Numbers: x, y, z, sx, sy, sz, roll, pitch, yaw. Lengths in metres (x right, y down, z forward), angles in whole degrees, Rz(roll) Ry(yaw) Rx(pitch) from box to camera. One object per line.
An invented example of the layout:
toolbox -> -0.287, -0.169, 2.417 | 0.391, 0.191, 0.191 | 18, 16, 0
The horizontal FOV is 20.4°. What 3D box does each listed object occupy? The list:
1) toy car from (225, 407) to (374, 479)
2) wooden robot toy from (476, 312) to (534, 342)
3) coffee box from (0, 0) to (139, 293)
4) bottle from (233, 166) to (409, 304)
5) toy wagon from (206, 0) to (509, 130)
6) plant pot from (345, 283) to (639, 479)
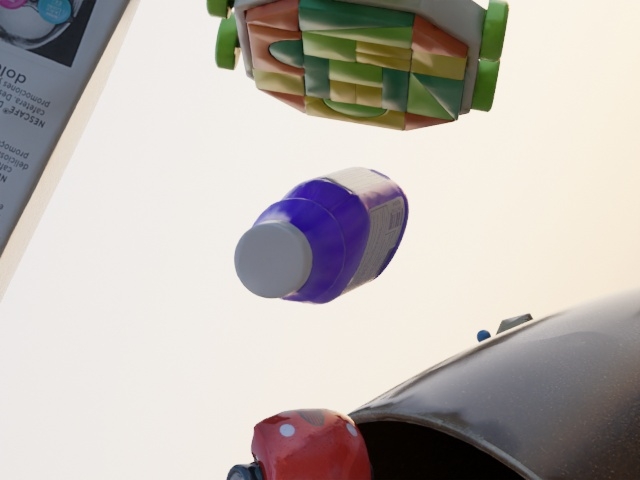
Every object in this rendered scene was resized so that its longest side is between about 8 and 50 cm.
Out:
toy car -> -0.002, 0.213, 0.776 | 0.225, 0.053, 0.239 | 38, -91, -36
wooden robot toy -> 0.154, 0.109, 1.382 | 0.079, 0.076, 0.173 | -18, 10, 31
coffee box -> -0.339, -0.110, 1.238 | 0.334, 0.338, 0.337 | -67, 7, -22
bottle -> 0.000, 0.000, 1.650 | 0.118, 0.092, 0.283 | -67, -14, 15
toy wagon -> 0.032, -0.193, 1.591 | 0.344, 0.267, 0.068 | 86, -166, -73
plant pot -> 0.145, 0.114, 0.866 | 0.230, 0.215, 0.215 | -36, -25, -35
